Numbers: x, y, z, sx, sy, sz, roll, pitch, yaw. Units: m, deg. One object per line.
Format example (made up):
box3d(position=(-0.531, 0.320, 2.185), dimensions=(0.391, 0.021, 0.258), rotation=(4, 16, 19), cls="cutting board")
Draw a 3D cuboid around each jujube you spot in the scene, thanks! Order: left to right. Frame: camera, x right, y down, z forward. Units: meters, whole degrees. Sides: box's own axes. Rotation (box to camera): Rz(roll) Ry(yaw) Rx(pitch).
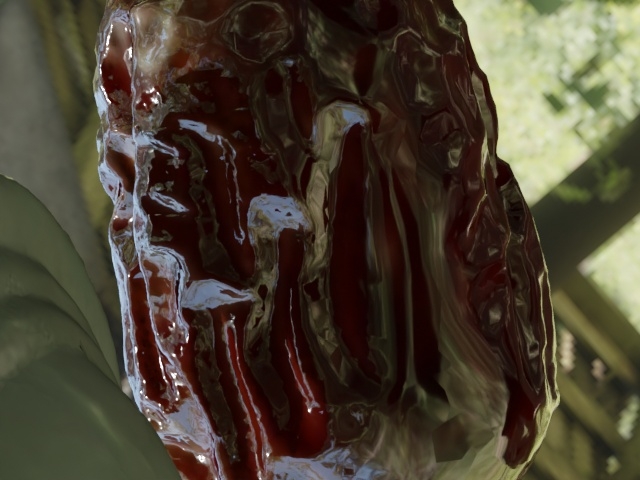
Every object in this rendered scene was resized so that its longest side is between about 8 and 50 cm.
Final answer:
box3d(position=(0.000, 0.000, 0.620), dimensions=(0.155, 0.155, 0.230), rotation=(-101, 2, -66), cls="jujube")

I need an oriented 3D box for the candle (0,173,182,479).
box3d(position=(-0.170, 0.082, 0.466), dimensions=(0.221, 0.342, 0.221), rotation=(3, -90, -74), cls="candle")
